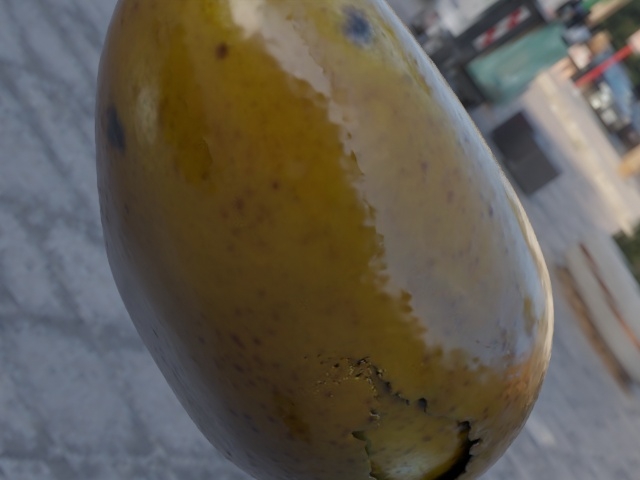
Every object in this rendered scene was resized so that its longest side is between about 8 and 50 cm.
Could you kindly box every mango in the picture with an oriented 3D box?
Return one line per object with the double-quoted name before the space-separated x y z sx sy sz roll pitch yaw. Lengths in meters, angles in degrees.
"mango" 0.000 0.000 0.642 0.191 0.160 0.290 57 -7 38
